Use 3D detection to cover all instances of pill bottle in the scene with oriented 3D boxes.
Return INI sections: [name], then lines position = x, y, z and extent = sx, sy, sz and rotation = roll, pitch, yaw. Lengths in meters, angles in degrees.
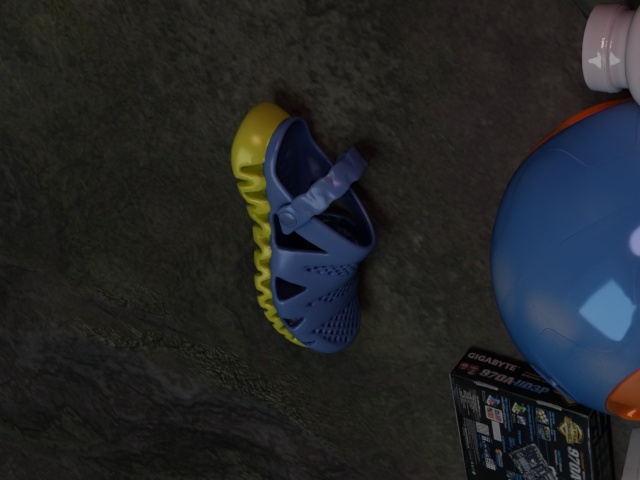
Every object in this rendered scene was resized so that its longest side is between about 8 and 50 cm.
[pill bottle]
position = 0.312, -0.151, 1.464
extent = 0.184, 0.103, 0.103
rotation = 8, 132, 27

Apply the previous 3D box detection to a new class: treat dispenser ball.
[treat dispenser ball]
position = 0.293, 0.015, 1.577
extent = 0.288, 0.288, 0.288
rotation = 24, 140, 23

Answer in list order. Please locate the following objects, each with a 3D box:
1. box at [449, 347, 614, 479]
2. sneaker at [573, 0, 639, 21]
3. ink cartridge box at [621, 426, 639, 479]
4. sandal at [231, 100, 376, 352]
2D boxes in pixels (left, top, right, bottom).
[box]
position = 0.243, 0.237, 2.038
extent = 0.175, 0.051, 0.220
rotation = 15, 135, 31
[sneaker]
position = 0.182, -0.277, 1.527
extent = 0.300, 0.121, 0.111
rotation = 50, 143, -10
[ink cartridge box]
position = 0.422, 0.239, 1.814
extent = 0.139, 0.082, 0.191
rotation = 30, 153, -31
[sandal]
position = 0.000, 0.000, 1.972
extent = 0.138, 0.126, 0.317
rotation = 11, 134, 30
